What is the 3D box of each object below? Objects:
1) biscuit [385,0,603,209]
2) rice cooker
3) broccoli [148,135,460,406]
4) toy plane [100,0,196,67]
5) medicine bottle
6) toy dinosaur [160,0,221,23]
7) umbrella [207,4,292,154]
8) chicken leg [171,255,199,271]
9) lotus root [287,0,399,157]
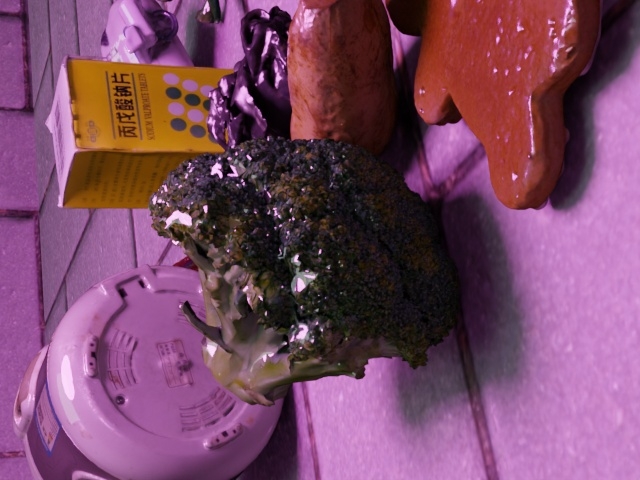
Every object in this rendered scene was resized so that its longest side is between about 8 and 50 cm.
[{"bbox_3d":[0.121,-0.169,0.820,0.301,0.049,0.197,-121,38,-51],"label":"biscuit"},{"bbox_3d":[-0.204,0.195,1.271,0.277,0.288,0.288,128,137,-52],"label":"rice cooker"},{"bbox_3d":[-0.018,0.025,0.889,0.269,0.261,0.242,41,111,20],"label":"broccoli"},{"bbox_3d":[-0.228,-0.228,1.515,0.267,0.122,0.267,156,90,-86],"label":"toy plane"},{"bbox_3d":[-0.193,-0.126,1.304,0.141,0.250,0.137,123,141,-55],"label":"medicine bottle"},{"bbox_3d":[-0.159,-0.469,1.472,0.447,0.087,0.301,53,130,53],"label":"toy dinosaur"},{"bbox_3d":[-0.066,-0.090,1.150,0.154,0.128,0.337,-58,-10,-47],"label":"umbrella"},{"bbox_3d":[-0.186,0.070,1.532,0.093,0.053,0.205,42,138,32],"label":"chicken leg"},{"bbox_3d":[0.019,-0.135,0.945,0.258,0.097,0.110,85,-160,-60],"label":"lotus root"}]
